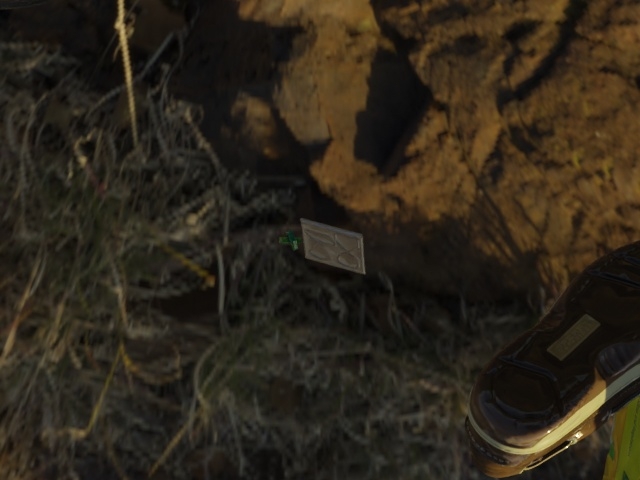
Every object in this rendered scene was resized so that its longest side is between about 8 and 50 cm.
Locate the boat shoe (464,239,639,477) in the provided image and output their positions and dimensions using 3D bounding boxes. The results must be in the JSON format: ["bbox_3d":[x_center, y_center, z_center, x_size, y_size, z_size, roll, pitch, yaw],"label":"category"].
[{"bbox_3d":[0.199,0.084,1.071,0.257,0.095,0.095,-28,147,-28],"label":"boat shoe"}]

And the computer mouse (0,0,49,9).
[{"bbox_3d":[-0.221,-0.205,0.654,0.072,0.188,0.272,-36,91,-15],"label":"computer mouse"}]

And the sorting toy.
[{"bbox_3d":[0.000,0.000,1.275,0.083,0.012,0.062,16,148,17],"label":"sorting toy"}]

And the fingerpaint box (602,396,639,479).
[{"bbox_3d":[0.407,0.271,1.308,0.163,0.371,0.445,-10,129,-12],"label":"fingerpaint box"}]
